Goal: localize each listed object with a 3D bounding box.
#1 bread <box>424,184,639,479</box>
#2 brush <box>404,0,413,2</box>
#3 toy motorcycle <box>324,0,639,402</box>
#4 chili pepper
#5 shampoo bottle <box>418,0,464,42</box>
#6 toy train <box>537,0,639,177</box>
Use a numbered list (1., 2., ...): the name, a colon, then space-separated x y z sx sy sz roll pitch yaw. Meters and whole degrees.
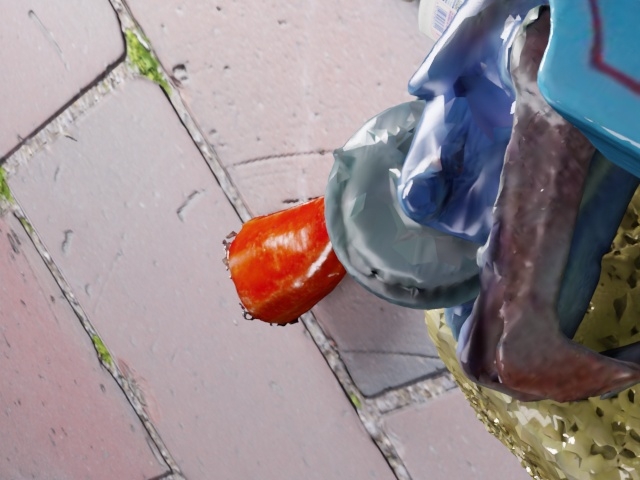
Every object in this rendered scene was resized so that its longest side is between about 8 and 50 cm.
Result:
1. bread: 0.228 0.075 1.139 0.248 0.279 0.315 44 -174 20
2. brush: 0.042 -0.282 1.109 0.060 0.050 0.321 33 146 28
3. toy motorcycle: 0.161 -0.065 0.973 0.241 0.319 0.182 31 -178 -20
4. chili pepper: 0.000 -0.004 1.370 0.169 0.065 0.088 -34 75 49
5. shampoo bottle: 0.110 -0.131 1.139 0.099 0.043 0.072 39 142 24
6. toy train: 0.244 -0.137 0.751 0.265 0.300 0.188 32 -177 22
